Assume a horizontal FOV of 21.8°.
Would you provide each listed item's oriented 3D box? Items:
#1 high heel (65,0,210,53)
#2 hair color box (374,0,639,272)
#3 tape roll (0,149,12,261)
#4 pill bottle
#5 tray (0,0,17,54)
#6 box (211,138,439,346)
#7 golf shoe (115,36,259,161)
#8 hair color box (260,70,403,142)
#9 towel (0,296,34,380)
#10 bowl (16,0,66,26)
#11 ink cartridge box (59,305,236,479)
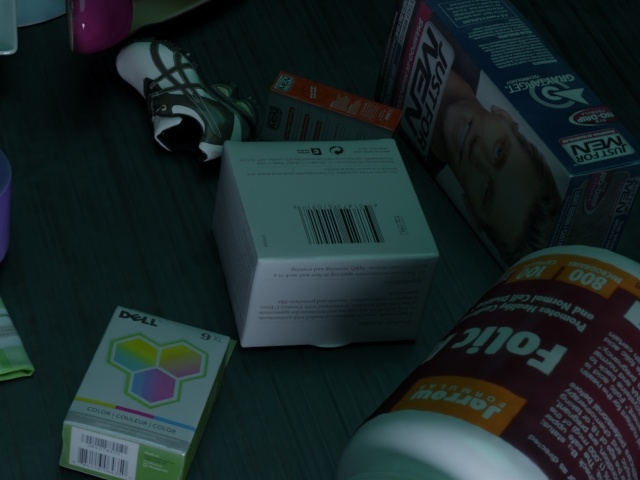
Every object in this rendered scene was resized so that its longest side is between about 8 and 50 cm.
[{"bbox_3d":[-0.173,-0.290,1.843,0.181,0.127,0.377,3,27,3],"label":"high heel"},{"bbox_3d":[0.192,-0.121,1.761,0.105,0.173,0.347,-12,47,-26],"label":"hair color box"},{"bbox_3d":[-0.386,-0.034,1.559,0.189,0.080,0.189,5,32,-3],"label":"tape roll"},{"bbox_3d":[0.150,0.188,1.363,0.224,0.224,0.392,29,43,18],"label":"pill bottle"},{"bbox_3d":[-0.463,-0.245,1.784,0.270,0.030,0.145,-2,56,-9],"label":"tray"},{"bbox_3d":[0.000,0.000,1.615,0.181,0.119,0.182,-1,42,-16],"label":"box"},{"bbox_3d":[-0.161,-0.150,1.777,0.198,0.077,0.094,30,52,28],"label":"golf shoe"},{"bbox_3d":[0.012,-0.125,1.796,0.141,0.072,0.043,19,42,6],"label":"hair color box"},{"bbox_3d":[-0.337,0.075,1.514,0.113,0.023,0.152,-13,48,-27],"label":"towel"},{"bbox_3d":[-0.402,-0.399,1.929,0.312,0.163,0.311,7,41,-6],"label":"bowl"},{"bbox_3d":[-0.146,0.123,1.481,0.109,0.062,0.209,15,40,4],"label":"ink cartridge box"}]
